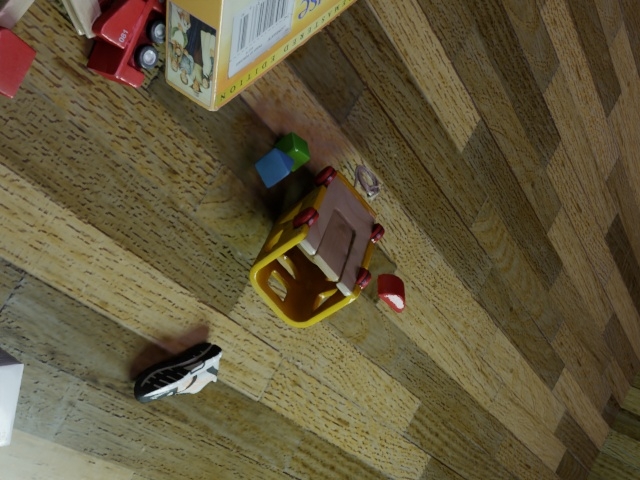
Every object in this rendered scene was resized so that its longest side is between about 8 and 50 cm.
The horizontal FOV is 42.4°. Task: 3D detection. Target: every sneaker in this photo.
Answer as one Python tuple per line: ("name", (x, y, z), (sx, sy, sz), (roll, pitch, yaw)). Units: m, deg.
("sneaker", (-0.143, 0.145, 0.847), (0.109, 0.040, 0.044), (-21, 124, -43))

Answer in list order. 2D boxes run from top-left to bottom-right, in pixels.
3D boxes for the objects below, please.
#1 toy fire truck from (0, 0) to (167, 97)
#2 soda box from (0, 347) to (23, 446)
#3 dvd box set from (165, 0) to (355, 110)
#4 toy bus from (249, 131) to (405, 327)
("toy fire truck", (-0.180, -0.186, 0.637), (0.135, 0.047, 0.192), (26, 87, -53))
("soda box", (-0.330, 0.120, 0.586), (0.216, 0.069, 0.074), (0, 107, -50))
("dvd box set", (0.006, -0.335, 0.620), (0.307, 0.062, 0.420), (-47, 163, -34))
("toy bus", (-0.006, 0.002, 0.890), (0.104, 0.191, 0.202), (-33, 151, 27))
